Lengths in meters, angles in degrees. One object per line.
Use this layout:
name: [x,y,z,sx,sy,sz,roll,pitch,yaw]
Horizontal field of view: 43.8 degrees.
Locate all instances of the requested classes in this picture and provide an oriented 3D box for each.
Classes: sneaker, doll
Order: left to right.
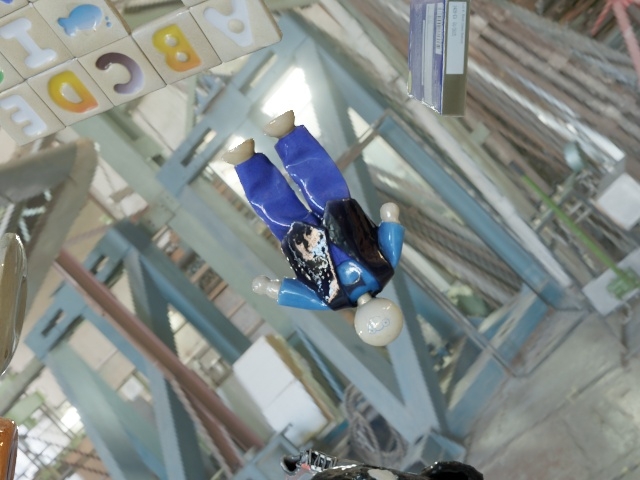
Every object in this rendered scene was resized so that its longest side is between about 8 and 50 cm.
sneaker: [-0.003,0.364,1.263,0.158,0.064,0.061,-13,32,33]
doll: [0.000,0.000,0.609,0.129,0.189,0.046,-35,0,-2]

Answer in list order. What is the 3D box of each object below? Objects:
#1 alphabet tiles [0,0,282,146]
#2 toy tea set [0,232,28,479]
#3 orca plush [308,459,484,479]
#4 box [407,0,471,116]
alphabet tiles: [-0.170,-0.147,0.434,0.237,0.198,0.009,-17,42,21]
toy tea set: [-0.247,0.156,0.444,0.200,0.124,0.335,-116,34,-67]
orca plush: [0.116,0.260,0.562,0.151,0.287,0.102,-41,3,-20]
box: [0.146,-0.239,1.009,0.225,0.037,0.136,-107,16,-73]
